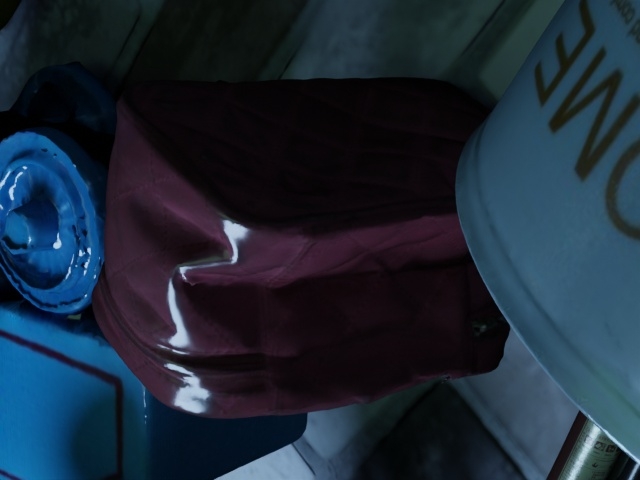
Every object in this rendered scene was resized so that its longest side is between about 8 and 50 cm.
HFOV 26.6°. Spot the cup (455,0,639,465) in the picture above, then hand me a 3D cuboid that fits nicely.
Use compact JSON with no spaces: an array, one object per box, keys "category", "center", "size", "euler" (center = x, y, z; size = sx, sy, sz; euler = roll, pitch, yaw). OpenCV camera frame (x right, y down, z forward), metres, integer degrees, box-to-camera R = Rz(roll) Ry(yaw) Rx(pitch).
[{"category":"cup","center":[0.235,-0.099,0.458],"size":[0.257,0.331,0.311],"euler":[27,124,-6]}]

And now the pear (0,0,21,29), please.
[{"category":"pear","center":[-0.251,-0.187,0.924],"size":[0.131,0.107,0.107],"euler":[-46,71,32]}]

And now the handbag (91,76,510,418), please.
[{"category":"handbag","center":[0.000,0.000,0.676],"size":[0.146,0.225,0.135],"euler":[41,127,42]}]

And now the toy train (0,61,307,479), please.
[{"category":"toy train","center":[-0.164,0.030,0.855],"size":[0.300,0.188,0.265],"euler":[14,111,37]}]

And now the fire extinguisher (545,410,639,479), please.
[{"category":"fire extinguisher","center":[0.151,0.105,0.703],"size":[0.049,0.035,0.173],"euler":[39,128,31]}]
